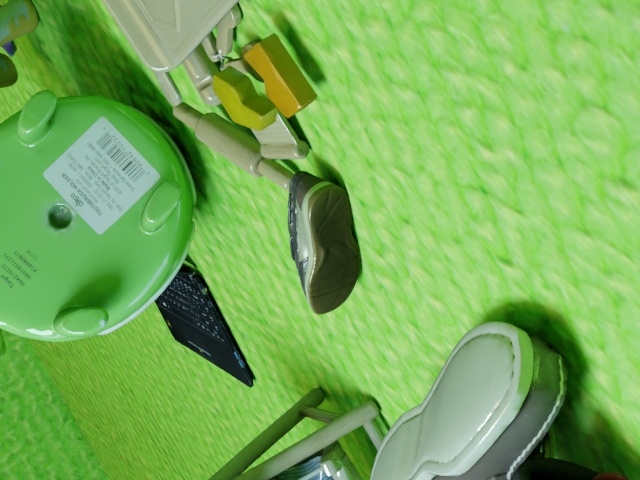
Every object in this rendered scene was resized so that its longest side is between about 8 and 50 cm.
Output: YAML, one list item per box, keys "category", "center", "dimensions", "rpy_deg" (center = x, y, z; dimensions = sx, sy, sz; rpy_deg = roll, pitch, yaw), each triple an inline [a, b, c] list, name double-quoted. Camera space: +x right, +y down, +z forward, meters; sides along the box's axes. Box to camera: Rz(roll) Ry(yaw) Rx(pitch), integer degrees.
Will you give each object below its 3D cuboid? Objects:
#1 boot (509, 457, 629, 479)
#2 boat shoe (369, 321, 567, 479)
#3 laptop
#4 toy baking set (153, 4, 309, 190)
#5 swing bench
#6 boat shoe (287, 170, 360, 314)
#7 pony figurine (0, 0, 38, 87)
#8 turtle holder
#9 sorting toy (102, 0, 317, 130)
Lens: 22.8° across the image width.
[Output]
- category: "boot"
  center: [0.221, 0.259, 1.192]
  dimensions: [0.244, 0.088, 0.176]
  rpy_deg: [30, 129, -11]
- category: "boat shoe"
  center: [0.128, 0.161, 1.252]
  dimensions: [0.097, 0.116, 0.324]
  rpy_deg: [17, 148, -9]
- category: "laptop"
  center: [-0.234, 0.079, 1.950]
  dimensions: [0.234, 0.137, 0.264]
  rpy_deg: [24, 144, 59]
- category: "toy baking set"
  center: [-0.098, -0.154, 1.396]
  dimensions: [0.256, 0.030, 0.196]
  rpy_deg: [32, 144, 39]
- category: "swing bench"
  center: [-0.014, 0.329, 1.634]
  dimensions: [0.253, 0.255, 0.165]
  rpy_deg: [60, 161, -11]
- category: "boat shoe"
  center: [0.000, 0.000, 1.377]
  dimensions: [0.049, 0.056, 0.152]
  rpy_deg: [48, 151, 38]
- category: "pony figurine"
  center: [-0.431, -0.119, 1.742]
  dimensions: [0.303, 0.363, 0.351]
  rpy_deg: [-4, 122, 37]
- category: "turtle holder"
  center: [-0.261, 0.009, 1.655]
  dimensions: [0.243, 0.320, 0.227]
  rpy_deg: [16, 180, 5]
- category: "sorting toy"
  center: [-0.115, -0.222, 1.289]
  dimensions: [0.307, 0.041, 0.229]
  rpy_deg: [57, 152, -2]
